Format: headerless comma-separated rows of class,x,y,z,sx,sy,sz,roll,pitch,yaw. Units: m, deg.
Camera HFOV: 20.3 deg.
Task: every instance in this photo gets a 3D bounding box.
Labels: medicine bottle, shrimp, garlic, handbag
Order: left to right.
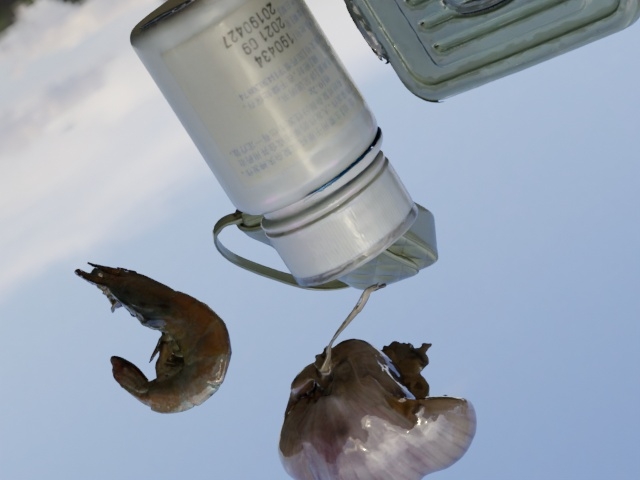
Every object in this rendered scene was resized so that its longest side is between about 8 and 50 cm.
shrimp,-0.213,0.111,2.137,0.251,0.052,0.144,32,-84,32
medicine bottle,-0.035,-0.099,1.475,0.143,0.258,0.143,-29,-166,8
handbag,0.000,0.000,2.181,0.219,0.256,0.079,-28,-127,33
garlic,0.055,0.142,1.869,0.207,0.257,0.207,0,-163,0

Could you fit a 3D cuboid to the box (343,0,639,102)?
box,0.139,-0.219,1.283,0.243,0.163,0.135,-20,-161,47
